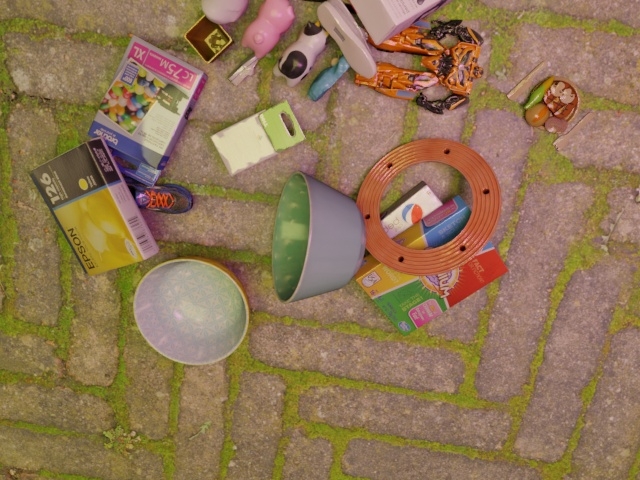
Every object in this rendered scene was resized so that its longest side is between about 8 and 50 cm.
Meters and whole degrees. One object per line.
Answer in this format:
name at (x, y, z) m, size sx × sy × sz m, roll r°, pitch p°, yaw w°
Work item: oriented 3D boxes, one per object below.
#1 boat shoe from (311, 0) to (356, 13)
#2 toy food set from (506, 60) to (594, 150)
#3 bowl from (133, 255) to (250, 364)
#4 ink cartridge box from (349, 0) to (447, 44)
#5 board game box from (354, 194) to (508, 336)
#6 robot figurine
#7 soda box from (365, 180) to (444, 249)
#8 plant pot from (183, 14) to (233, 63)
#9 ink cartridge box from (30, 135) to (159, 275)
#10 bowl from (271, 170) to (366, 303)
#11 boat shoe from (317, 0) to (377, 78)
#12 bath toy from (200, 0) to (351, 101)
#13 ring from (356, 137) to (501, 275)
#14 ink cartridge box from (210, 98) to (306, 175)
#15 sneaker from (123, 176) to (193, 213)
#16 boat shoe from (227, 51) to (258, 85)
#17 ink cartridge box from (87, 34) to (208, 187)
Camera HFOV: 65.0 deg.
boat shoe at (-0.019, -0.590, 1.104) m, size 0.308 × 0.110 × 0.104 m, roll 12°, pitch 103°, yaw -10°
toy food set at (0.548, -0.315, 1.177) m, size 0.192 × 0.038 × 0.132 m, roll 42°, pitch 104°, yaw -9°
bowl at (-0.315, 0.158, 1.306) m, size 0.290 × 0.156 × 0.289 m, roll 1°, pitch 107°, yaw 3°
ink cartridge box at (0.178, -0.548, 1.043) m, size 0.237 × 0.100 × 0.172 m, roll -36°, pitch 98°, yaw -18°
board game box at (0.273, 0.071, 1.255) m, size 0.317 × 0.064 × 0.242 m, roll -35°, pitch 119°, yaw 11°
robot figurine at (0.231, -0.405, 1.146) m, size 0.291 × 0.085 × 0.211 m, roll 9°, pitch 105°, yaw 1°
soda box at (0.199, -0.052, 1.260) m, size 0.216 × 0.069 × 0.074 m, roll -39°, pitch 101°, yaw 14°
plant pot at (-0.249, -0.463, 1.158) m, size 0.081 × 0.083 × 0.081 m, roll -38°, pitch 100°, yaw 13°
ink cartridge box at (-0.587, -0.065, 1.251) m, size 0.307 × 0.072 × 0.303 m, roll -16°, pitch 105°, yaw 28°
bowl at (0.000, 0.000, 1.191) m, size 0.163 × 0.311 × 0.311 m, roll 6°, pitch 107°, yaw -18°
boat shoe at (0.069, -0.437, 1.078) m, size 0.063 × 0.066 × 0.184 m, roll -43°, pitch 95°, yaw -22°
bath toy at (-0.093, -0.469, 1.105) m, size 0.348 × 0.129 × 0.151 m, roll 33°, pitch 63°, yaw -17°
ring at (0.244, -0.079, 1.167) m, size 0.337 × 0.032 × 0.336 m, roll -8°, pitch 70°, yaw 23°
ink cartridge box at (-0.148, -0.251, 1.225) m, size 0.209 × 0.062 × 0.109 m, roll -24°, pitch 103°, yaw 9°
sneaker at (-0.433, -0.105, 1.272) m, size 0.221 × 0.087 × 0.083 m, roll 7°, pitch 107°, yaw 1°
boat shoe at (-0.175, -0.409, 1.200) m, size 0.100 × 0.035 × 0.035 m, roll -41°, pitch 127°, yaw 9°
ink cartridge box at (-0.423, -0.302, 1.203) m, size 0.186 × 0.065 × 0.311 m, roll 27°, pitch 98°, yaw -4°
